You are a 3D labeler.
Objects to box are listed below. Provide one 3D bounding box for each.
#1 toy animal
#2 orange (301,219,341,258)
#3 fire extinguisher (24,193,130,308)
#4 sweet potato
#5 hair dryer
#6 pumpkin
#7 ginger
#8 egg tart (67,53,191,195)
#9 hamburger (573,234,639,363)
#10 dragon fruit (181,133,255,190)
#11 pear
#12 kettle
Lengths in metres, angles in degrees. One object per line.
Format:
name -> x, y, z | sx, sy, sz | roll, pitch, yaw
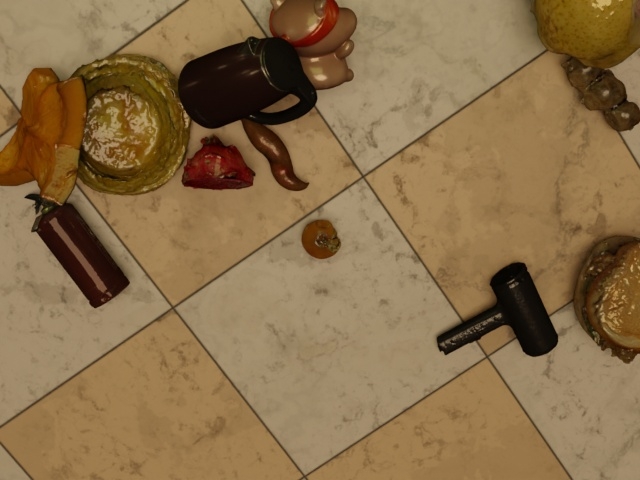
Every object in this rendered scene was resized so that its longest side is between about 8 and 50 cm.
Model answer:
toy animal -> -0.019, -0.394, 1.698 | 0.171, 0.171, 0.197 | -7, 125, -1
orange -> 0.000, 0.000, 1.844 | 0.086, 0.062, 0.086 | 0, 104, 0
fire extinguisher -> -0.514, 0.009, 1.805 | 0.105, 0.105, 0.269 | -34, 103, 5
sweet potato -> -0.098, -0.182, 1.799 | 0.055, 0.058, 0.202 | -37, 102, -11
hair dryer -> 0.372, 0.184, 1.910 | 0.251, 0.089, 0.197 | -26, 106, 13
pumpkin -> -0.546, -0.207, 1.688 | 0.095, 0.290, 0.258 | 7, 98, -47
ginger -> 0.585, -0.308, 1.794 | 0.104, 0.080, 0.204 | -36, 101, 0
egg tart -> -0.396, -0.225, 1.737 | 0.294, 0.123, 0.294 | -1, 105, -2
hamburger -> 0.671, 0.129, 1.874 | 0.243, 0.146, 0.286 | -14, 97, -6
dragon fruit -> -0.208, -0.163, 1.764 | 0.153, 0.153, 0.110 | -3, 86, -2
pear -> 0.531, -0.462, 1.661 | 0.271, 0.271, 0.271 | -1, 103, -3
kettle -> -0.132, -0.291, 1.671 | 0.202, 0.232, 0.144 | 47, 53, -30
